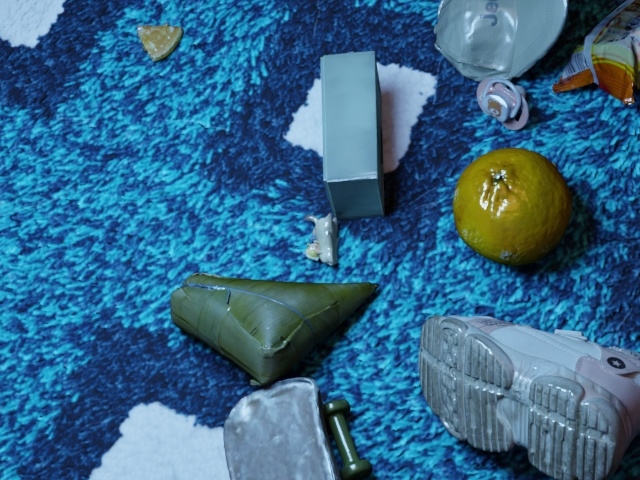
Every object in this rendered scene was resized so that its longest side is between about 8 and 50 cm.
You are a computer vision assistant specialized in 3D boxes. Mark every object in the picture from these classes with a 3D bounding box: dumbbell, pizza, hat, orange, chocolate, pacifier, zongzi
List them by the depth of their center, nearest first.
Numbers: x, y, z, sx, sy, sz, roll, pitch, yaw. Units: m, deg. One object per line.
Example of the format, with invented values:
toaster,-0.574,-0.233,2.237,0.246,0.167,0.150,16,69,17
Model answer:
chocolate,-0.040,0.327,1.726,0.157,0.080,0.254,-23,60,17
dumbbell,0.034,0.284,1.756,0.052,0.046,0.118,-40,58,35
orange,0.281,-0.052,1.824,0.177,0.155,0.178,0,75,0
zongzi,-0.072,0.085,1.849,0.228,0.115,0.256,29,52,34
pacifier,0.297,-0.224,1.949,0.099,0.081,0.078,40,48,22
hat,0.282,-0.377,1.953,0.149,0.245,0.214,9,63,-10
pizza,-0.278,-0.343,2.110,0.078,0.025,0.083,34,67,16

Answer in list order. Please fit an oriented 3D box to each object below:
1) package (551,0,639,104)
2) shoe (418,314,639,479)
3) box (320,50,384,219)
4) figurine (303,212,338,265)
package,0.501,-0.322,1.894,0.288,0.223,0.108,-45,110,-7
shoe,0.300,0.201,1.706,0.198,0.172,0.351,-18,35,-40
box,0.051,-0.161,1.918,0.086,0.129,0.225,-4,64,6
figurine,0.000,0.000,1.903,0.050,0.047,0.083,-6,71,22
